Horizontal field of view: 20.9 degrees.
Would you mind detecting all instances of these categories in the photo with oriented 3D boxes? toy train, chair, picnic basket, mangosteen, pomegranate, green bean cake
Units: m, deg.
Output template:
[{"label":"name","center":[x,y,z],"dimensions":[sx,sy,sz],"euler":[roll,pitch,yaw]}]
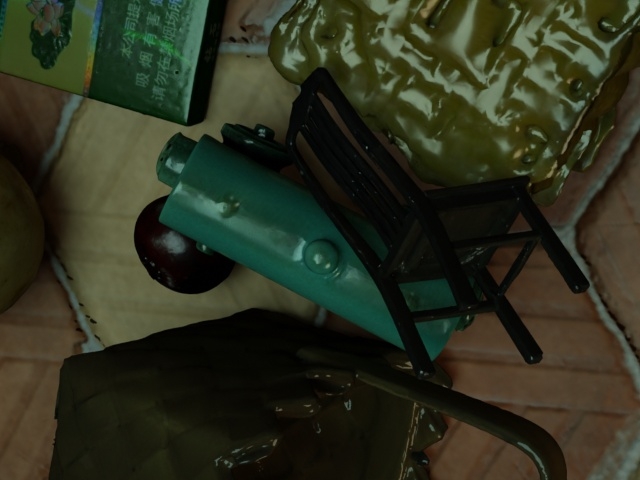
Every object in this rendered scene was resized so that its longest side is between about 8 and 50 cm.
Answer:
[{"label":"toy train","center":[0.000,0.000,1.177],"dimensions":[0.248,0.159,0.101],"euler":[27,98,-4]},{"label":"chair","center":[0.068,-0.022,1.102],"dimensions":[0.212,0.101,0.084],"euler":[61,141,32]},{"label":"picnic basket","center":[-0.005,0.194,1.171],"dimensions":[0.321,0.291,0.254],"euler":[21,108,26]},{"label":"mangosteen","center":[-0.097,0.000,1.286],"dimensions":[0.081,0.081,0.081],"euler":[4,102,21]},{"label":"pomegranate","center":[-0.297,-0.010,1.316],"dimensions":[0.196,0.196,0.196],"euler":[4,102,21]},{"label":"green bean cake","center":[0.107,-0.150,1.144],"dimensions":[0.224,0.131,0.230],"euler":[35,112,10]}]

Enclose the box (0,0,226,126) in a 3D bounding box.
[{"label":"box","center":[-0.186,-0.178,1.305],"dimensions":[0.235,0.034,0.132],"euler":[18,107,18]}]
